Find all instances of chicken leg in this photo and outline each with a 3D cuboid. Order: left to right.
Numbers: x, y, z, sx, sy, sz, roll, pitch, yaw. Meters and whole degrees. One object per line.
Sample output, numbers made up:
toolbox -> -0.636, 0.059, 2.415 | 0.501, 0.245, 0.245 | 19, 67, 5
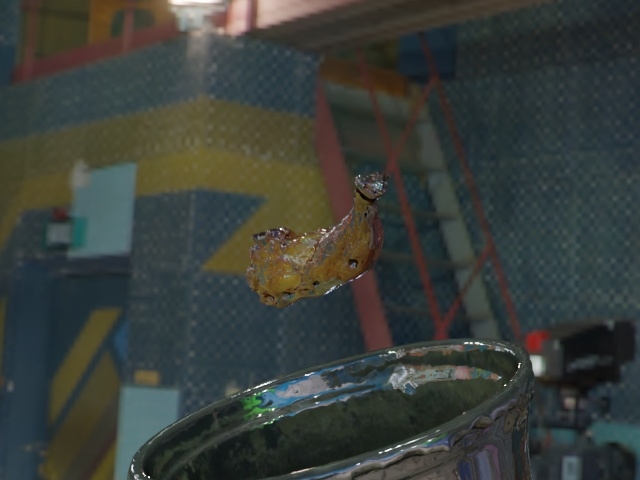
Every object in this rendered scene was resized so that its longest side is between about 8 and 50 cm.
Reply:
chicken leg -> 0.004, 0.003, 0.811 | 0.062, 0.037, 0.145 | 35, -40, -24

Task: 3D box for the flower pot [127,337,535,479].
flower pot -> 0.016, 0.110, 0.533 | 0.157, 0.107, 0.157 | -14, 9, 2
